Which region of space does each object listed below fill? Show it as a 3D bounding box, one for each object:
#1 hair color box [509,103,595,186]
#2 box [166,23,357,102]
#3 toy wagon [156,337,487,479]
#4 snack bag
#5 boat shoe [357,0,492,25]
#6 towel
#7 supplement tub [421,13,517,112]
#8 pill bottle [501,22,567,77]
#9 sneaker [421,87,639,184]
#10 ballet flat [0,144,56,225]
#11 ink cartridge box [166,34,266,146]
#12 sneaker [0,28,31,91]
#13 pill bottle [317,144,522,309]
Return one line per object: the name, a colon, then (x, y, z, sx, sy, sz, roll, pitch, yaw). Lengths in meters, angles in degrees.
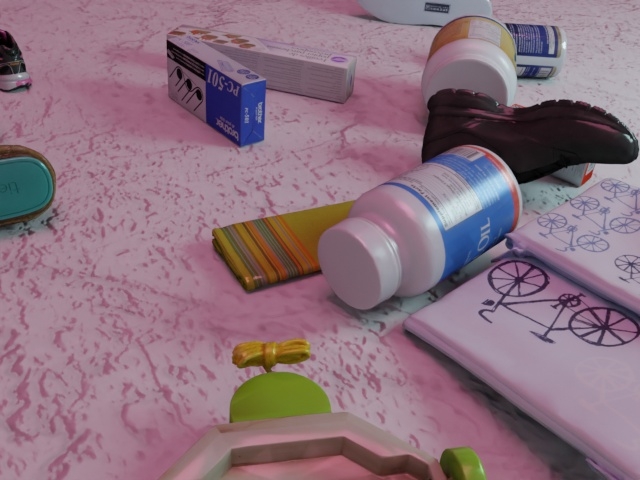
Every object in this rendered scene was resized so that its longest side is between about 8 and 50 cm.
hair color box: (0.326, -0.139, 1.057, 0.141, 0.072, 0.043, 28, 41, 29)
box: (-0.102, -0.302, 1.243, 0.324, 0.067, 0.063, 13, 35, 12)
toy wagon: (-0.008, 0.205, 0.513, 0.267, 0.068, 0.344, -3, 34, -12)
snack bag: (0.288, 0.059, 0.688, 0.343, 0.037, 0.323, -28, 34, -20)
boat shoe: (0.219, -0.530, 1.586, 0.301, 0.108, 0.102, 7, 34, -2)
towel: (0.000, 0.000, 0.858, 0.237, 0.021, 0.102, -13, 44, -26)
supplement tub: (0.237, -0.263, 1.162, 0.144, 0.144, 0.199, 11, 35, 8)
pill bottle: (0.356, -0.352, 1.352, 0.169, 0.094, 0.094, 2, 34, -5)
sneaker: (0.267, -0.118, 0.973, 0.286, 0.130, 0.109, 11, -12, 32)
ballet flat: (-0.467, -0.044, 0.791, 0.342, 0.116, 0.124, -18, 20, -31)
ink cartridge box: (-0.159, -0.227, 1.096, 0.046, 0.097, 0.207, -22, 43, -34)
sneaker: (-0.518, -0.308, 1.183, 0.072, 0.077, 0.178, -25, 44, -39)
pill bottle: (0.107, -0.013, 0.794, 0.221, 0.124, 0.124, -28, 46, -33)
